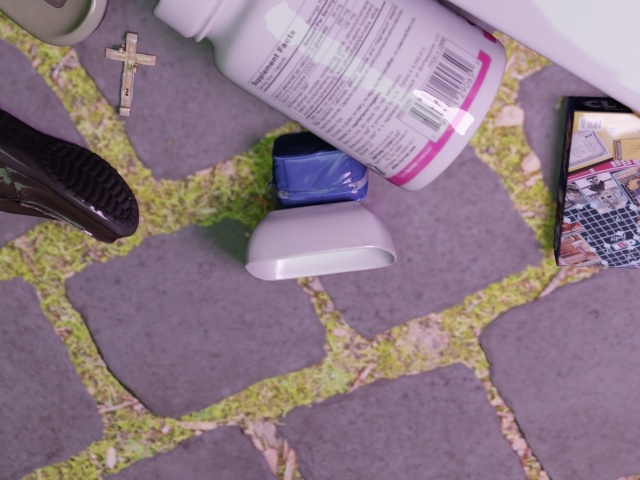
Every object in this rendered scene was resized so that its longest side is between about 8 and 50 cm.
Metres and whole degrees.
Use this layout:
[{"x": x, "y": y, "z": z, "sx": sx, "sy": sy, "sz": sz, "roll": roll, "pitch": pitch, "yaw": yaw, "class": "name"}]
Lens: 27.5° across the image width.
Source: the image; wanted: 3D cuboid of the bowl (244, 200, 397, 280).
[{"x": 0.000, "y": 0.000, "z": 1.262, "sx": 0.141, "sy": 0.142, "sz": 0.053, "roll": -7, "pitch": 79, "yaw": 7, "class": "bowl"}]

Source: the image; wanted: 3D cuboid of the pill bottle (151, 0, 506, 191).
[{"x": 0.007, "y": -0.179, "z": 1.149, "sx": 0.283, "sy": 0.160, "sz": 0.160, "roll": 32, "pitch": 113, "yaw": -12, "class": "pill bottle"}]

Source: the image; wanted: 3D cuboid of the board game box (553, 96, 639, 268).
[{"x": 0.354, "y": -0.052, "z": 1.259, "sx": 0.243, "sy": 0.042, "sz": 0.165, "roll": 2, "pitch": 116, "yaw": 1, "class": "board game box"}]

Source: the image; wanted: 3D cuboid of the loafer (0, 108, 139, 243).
[{"x": -0.279, "y": -0.060, "z": 1.274, "sx": 0.220, "sy": 0.080, "sz": 0.078, "roll": 32, "pitch": 123, "yaw": -7, "class": "loafer"}]

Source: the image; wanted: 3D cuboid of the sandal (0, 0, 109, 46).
[{"x": -0.319, "y": -0.280, "z": 1.140, "sx": 0.302, "sy": 0.086, "sz": 0.120, "roll": 34, "pitch": 114, "yaw": 3, "class": "sandal"}]

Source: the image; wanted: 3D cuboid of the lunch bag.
[{"x": -0.003, "y": -0.065, "z": 1.255, "sx": 0.098, "sy": 0.067, "sz": 0.065, "roll": -7, "pitch": 115, "yaw": 7, "class": "lunch bag"}]

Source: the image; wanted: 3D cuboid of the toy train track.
[{"x": -0.184, "y": -0.157, "z": 1.249, "sx": 0.048, "sy": 0.014, "sz": 0.083, "roll": 9, "pitch": 116, "yaw": -1, "class": "toy train track"}]

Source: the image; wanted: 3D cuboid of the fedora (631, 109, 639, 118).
[{"x": 0.355, "y": -0.179, "z": 1.174, "sx": 0.194, "sy": 0.079, "sz": 0.194, "roll": 3, "pitch": 115, "yaw": 7, "class": "fedora"}]

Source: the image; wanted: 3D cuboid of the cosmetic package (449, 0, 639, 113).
[{"x": 0.169, "y": -0.260, "z": 1.016, "sx": 0.453, "sy": 0.230, "sz": 0.162, "roll": 31, "pitch": 114, "yaw": 2, "class": "cosmetic package"}]
